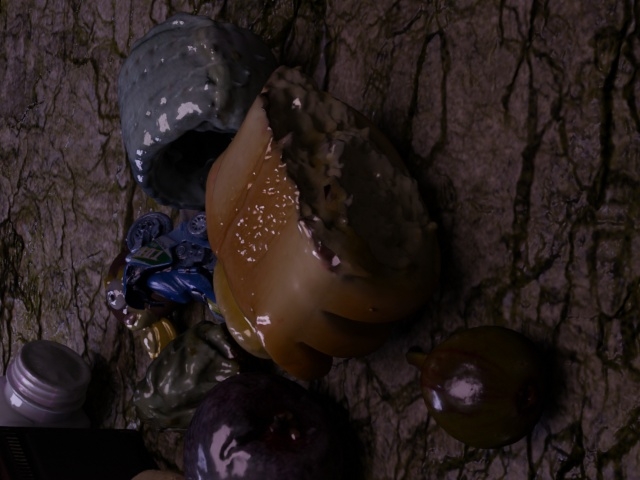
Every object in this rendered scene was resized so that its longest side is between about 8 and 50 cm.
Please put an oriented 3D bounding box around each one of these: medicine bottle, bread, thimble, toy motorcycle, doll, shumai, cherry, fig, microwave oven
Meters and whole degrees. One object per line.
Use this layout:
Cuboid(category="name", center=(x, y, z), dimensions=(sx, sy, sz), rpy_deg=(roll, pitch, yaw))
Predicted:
Cuboid(category="medicine bottle", center=(-0.443, 0.300, 2.033), dimensions=(0.124, 0.179, 0.324), rpy_deg=(53, 125, 38))
Cuboid(category="bread", center=(0.000, 0.000, 1.546), dimensions=(0.270, 0.211, 0.316), rpy_deg=(-58, 39, 39))
Cuboid(category="thimble", center=(-0.144, -0.160, 1.718), dimensions=(0.250, 0.205, 0.172), rpy_deg=(114, 149, -60))
Cuboid(category="toy motorcycle", center=(-0.166, 0.041, 1.761), dimensions=(0.254, 0.092, 0.135), rpy_deg=(17, 66, 35))
Cuboid(category="doll", center=(-0.224, 0.084, 1.876), dimensions=(0.188, 0.096, 0.145), rpy_deg=(56, 134, 24))
Cuboid(category="shumai", center=(-0.133, 0.191, 1.755), dimensions=(0.142, 0.184, 0.184), rpy_deg=(32, 113, 17))
Cuboid(category="cherry", center=(-0.072, 0.252, 1.610), dimensions=(0.195, 0.195, 0.195), rpy_deg=(-7, 80, 49))
Cuboid(category="fig", center=(0.139, 0.134, 1.444), dimensions=(0.236, 0.124, 0.124), rpy_deg=(22, 103, 61))
Cuboid(category="microwave oven", center=(-0.346, 0.373, 1.869), dimensions=(0.178, 0.247, 0.188), rpy_deg=(51, 122, 43))

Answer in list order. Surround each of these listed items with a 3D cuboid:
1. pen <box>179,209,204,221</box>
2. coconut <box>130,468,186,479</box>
Cuboid(category="pen", center=(-0.177, -0.038, 1.875), dimensions=(0.040, 0.032, 0.233), rpy_deg=(-45, 54, 38))
Cuboid(category="coconut", center=(-0.172, 0.370, 1.717), dimensions=(0.194, 0.194, 0.194), rpy_deg=(-7, 80, 49))
